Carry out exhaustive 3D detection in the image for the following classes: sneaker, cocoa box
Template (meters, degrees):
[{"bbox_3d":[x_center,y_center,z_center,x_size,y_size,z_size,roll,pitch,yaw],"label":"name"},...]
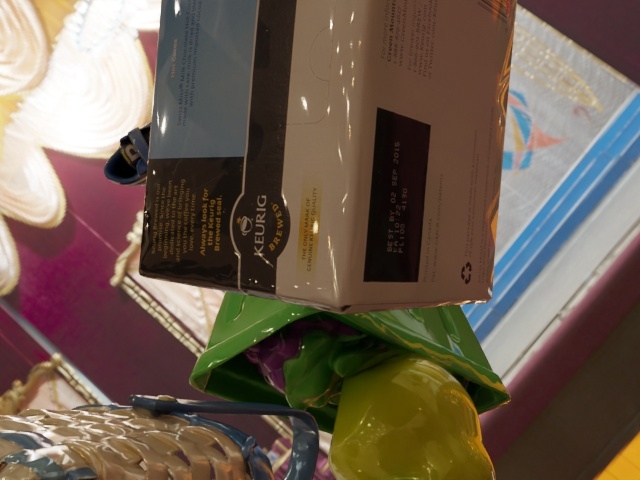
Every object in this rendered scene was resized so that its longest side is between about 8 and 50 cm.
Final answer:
[{"bbox_3d":[-0.171,-0.099,0.753,0.144,0.053,0.059,-37,-13,31],"label":"sneaker"},{"bbox_3d":[0.011,-0.124,0.620,0.231,0.228,0.347,5,-90,-51],"label":"cocoa box"}]

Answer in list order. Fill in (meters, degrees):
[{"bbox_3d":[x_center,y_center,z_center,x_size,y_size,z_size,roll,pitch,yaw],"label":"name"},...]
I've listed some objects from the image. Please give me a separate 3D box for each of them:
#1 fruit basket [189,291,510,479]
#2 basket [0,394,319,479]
[{"bbox_3d":[0.060,0.196,0.867,0.283,0.392,0.392,-31,0,34],"label":"fruit basket"},{"bbox_3d":[-0.109,0.210,0.425,0.289,0.201,0.254,29,-113,-47],"label":"basket"}]
